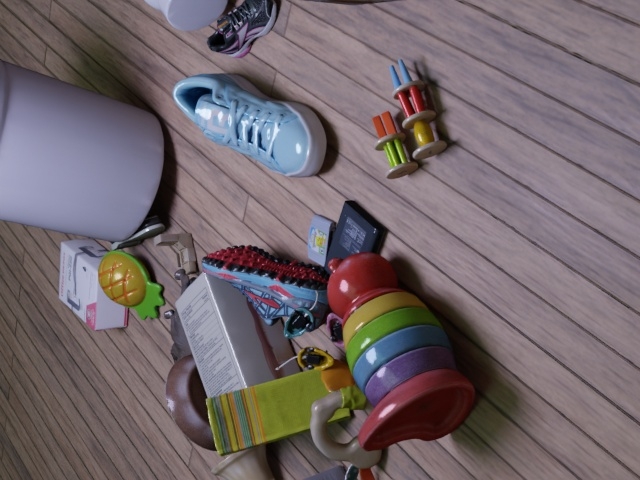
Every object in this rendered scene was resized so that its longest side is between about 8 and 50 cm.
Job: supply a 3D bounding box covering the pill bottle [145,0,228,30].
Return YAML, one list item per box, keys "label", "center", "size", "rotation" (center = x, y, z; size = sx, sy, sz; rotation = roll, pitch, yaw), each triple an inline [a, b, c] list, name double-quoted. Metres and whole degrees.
- label: "pill bottle"
  center: [-0.291, -0.544, 1.786]
  size: [0.302, 0.169, 0.169]
  rotation: [59, 136, 27]

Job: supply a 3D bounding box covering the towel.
- label: "towel"
  center: [-0.073, 0.289, 1.613]
  size: [0.021, 0.237, 0.102]
  rotation: [89, 165, -80]

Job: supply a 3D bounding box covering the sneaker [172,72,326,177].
- label: "sneaker"
  center: [-0.140, -0.201, 1.663]
  size: [0.366, 0.150, 0.135]
  rotation: [31, 120, 45]

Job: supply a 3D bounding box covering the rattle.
- label: "rattle"
  center: [0.044, 0.322, 1.580]
  size: [0.142, 0.130, 0.200]
  rotation: [22, 140, 60]

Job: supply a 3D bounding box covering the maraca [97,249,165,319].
- label: "maraca"
  center: [-0.430, 0.101, 2.134]
  size: [0.185, 0.099, 0.127]
  rotation: [39, 123, 12]

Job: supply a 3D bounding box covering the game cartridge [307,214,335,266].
- label: "game cartridge"
  center: [0.000, 0.000, 1.625]
  size: [0.056, 0.017, 0.083]
  rotation: [29, 117, 51]

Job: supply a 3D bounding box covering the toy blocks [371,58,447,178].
- label: "toy blocks"
  center: [0.119, -0.183, 1.410]
  size: [0.123, 0.054, 0.148]
  rotation: [-34, 69, 49]

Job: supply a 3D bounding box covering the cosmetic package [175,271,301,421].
- label: "cosmetic package"
  center: [-0.146, 0.209, 1.755]
  size: [0.153, 0.129, 0.296]
  rotation: [-43, 63, 48]

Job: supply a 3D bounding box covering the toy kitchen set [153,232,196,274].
- label: "toy kitchen set"
  center: [-0.313, 0.034, 1.983]
  size: [0.068, 0.075, 0.083]
  rotation: [-24, 72, 52]

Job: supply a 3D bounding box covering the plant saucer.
- label: "plant saucer"
  center: [-0.203, 0.301, 1.792]
  size: [0.036, 0.198, 0.199]
  rotation: [-38, 66, 36]

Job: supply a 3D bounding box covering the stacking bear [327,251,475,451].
- label: "stacking bear"
  center: [0.100, 0.143, 1.415]
  size: [0.164, 0.175, 0.289]
  rotation: [-61, 43, 40]

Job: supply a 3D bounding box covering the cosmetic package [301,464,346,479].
- label: "cosmetic package"
  center: [-0.056, 0.482, 1.591]
  size: [0.107, 0.238, 0.127]
  rotation: [59, 136, 27]

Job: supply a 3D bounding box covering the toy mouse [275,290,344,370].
- label: "toy mouse"
  center: [-0.001, 0.147, 1.575]
  size: [0.161, 0.031, 0.143]
  rotation: [-1, 106, 13]

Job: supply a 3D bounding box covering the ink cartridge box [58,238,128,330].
- label: "ink cartridge box"
  center: [-0.554, 0.104, 2.293]
  size: [0.218, 0.092, 0.159]
  rotation: [29, 118, 48]

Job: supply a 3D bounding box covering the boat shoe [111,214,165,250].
- label: "boat shoe"
  center: [-0.419, -0.030, 2.104]
  size: [0.227, 0.081, 0.069]
  rotation: [-19, 85, 54]

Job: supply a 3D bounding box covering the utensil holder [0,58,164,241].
- label: "utensil holder"
  center: [-0.568, -0.179, 1.968]
  size: [0.327, 0.385, 0.328]
  rotation: [-24, 59, 47]

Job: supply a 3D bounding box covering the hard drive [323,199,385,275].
- label: "hard drive"
  center: [0.054, 0.015, 1.552]
  size: [0.094, 0.022, 0.135]
  rotation: [44, 128, 39]

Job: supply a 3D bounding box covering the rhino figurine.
- label: "rhino figurine"
  center: [-0.281, 0.184, 1.970]
  size: [0.106, 0.073, 0.243]
  rotation: [47, 132, 41]

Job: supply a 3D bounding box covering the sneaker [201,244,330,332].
- label: "sneaker"
  center: [-0.104, 0.093, 1.655]
  size: [0.261, 0.104, 0.125]
  rotation: [17, 116, 28]

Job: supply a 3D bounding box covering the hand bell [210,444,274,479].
- label: "hand bell"
  center: [-0.093, 0.506, 1.774]
  size: [0.242, 0.126, 0.126]
  rotation: [56, 136, 14]

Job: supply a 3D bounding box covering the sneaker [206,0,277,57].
- label: "sneaker"
  center: [-0.145, -0.390, 1.699]
  size: [0.178, 0.077, 0.072]
  rotation: [-47, 61, 44]
